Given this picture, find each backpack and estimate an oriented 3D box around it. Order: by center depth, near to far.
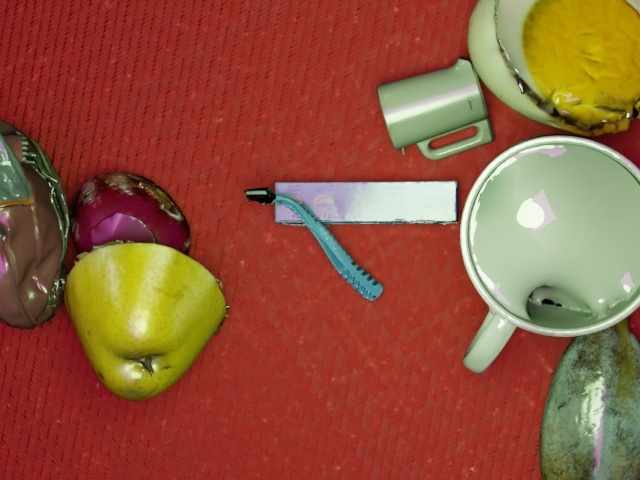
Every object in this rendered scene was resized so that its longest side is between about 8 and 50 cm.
[{"bbox_3d":[-0.463,-0.023,1.844,0.197,0.283,0.317,-21,99,-10],"label":"backpack"}]

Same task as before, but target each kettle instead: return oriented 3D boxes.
[{"bbox_3d":[0.167,-0.186,1.820,0.148,0.098,0.127,-16,85,6],"label":"kettle"}]

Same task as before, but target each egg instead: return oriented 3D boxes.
[{"bbox_3d":[0.336,-0.271,1.758,0.286,0.174,0.264,21,75,-13],"label":"egg"}]

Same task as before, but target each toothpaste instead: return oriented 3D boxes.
[{"bbox_3d":[0.069,-0.055,1.864,0.272,0.053,0.066,0,88,9],"label":"toothpaste"}]

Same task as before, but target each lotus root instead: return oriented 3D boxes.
[{"bbox_3d":[0.399,0.229,1.781,0.158,0.140,0.322,7,91,9],"label":"lotus root"}]

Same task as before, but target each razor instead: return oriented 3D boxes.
[{"bbox_3d":[0.000,0.000,1.837,0.253,0.082,0.042,43,72,-19],"label":"razor"}]

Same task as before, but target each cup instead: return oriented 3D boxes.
[{"bbox_3d":[0.303,0.023,1.717,0.259,0.274,0.356,32,102,5],"label":"cup"}]

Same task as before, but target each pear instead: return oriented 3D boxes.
[{"bbox_3d":[-0.263,0.143,1.805,0.267,0.267,0.178,-2,50,9],"label":"pear"}]

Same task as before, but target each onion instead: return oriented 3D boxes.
[{"bbox_3d":[-0.311,0.010,1.890,0.195,0.140,0.218,41,101,-2],"label":"onion"}]
